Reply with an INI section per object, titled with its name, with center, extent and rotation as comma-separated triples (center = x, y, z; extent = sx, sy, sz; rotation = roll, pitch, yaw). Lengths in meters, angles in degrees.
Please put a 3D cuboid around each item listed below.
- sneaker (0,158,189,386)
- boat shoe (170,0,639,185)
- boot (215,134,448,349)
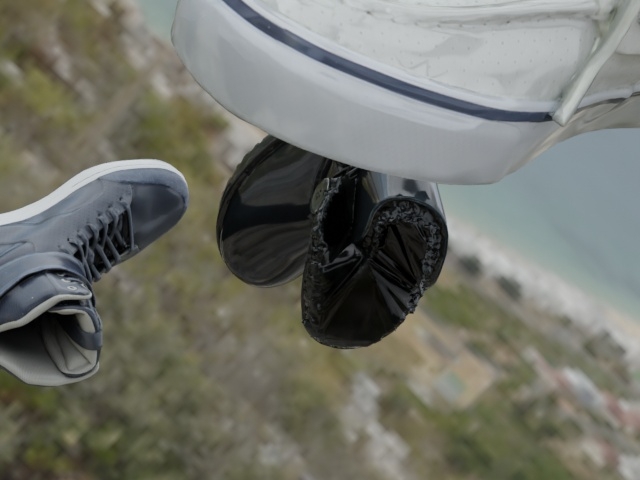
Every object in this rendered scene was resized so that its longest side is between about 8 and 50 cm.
[sneaker]
center = -0.165, 0.024, 1.427
extent = 0.163, 0.226, 0.086
rotation = 35, -40, 47
[boat shoe]
center = 0.110, -0.121, 0.766
extent = 0.367, 0.156, 0.136
rotation = -5, 42, -42
[boot]
center = 0.000, 0.000, 1.354
extent = 0.094, 0.246, 0.207
rotation = 28, 36, -19
